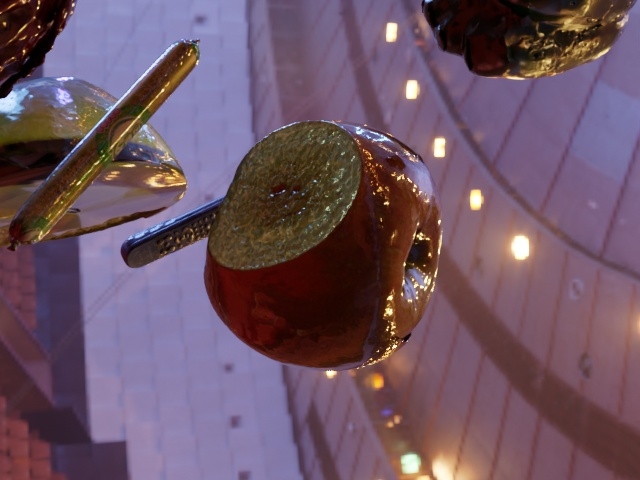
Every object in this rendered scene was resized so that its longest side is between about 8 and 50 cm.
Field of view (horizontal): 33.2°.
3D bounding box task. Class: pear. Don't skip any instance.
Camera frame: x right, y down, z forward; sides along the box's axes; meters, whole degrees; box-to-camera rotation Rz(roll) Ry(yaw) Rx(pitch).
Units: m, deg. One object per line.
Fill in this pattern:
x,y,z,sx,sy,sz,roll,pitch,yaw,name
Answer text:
-0.394,-0.117,1.499,0.399,0.398,0.165,140,-62,-65,pear

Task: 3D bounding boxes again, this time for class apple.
-0.002,0.005,0.699,0.163,0.147,0.146,75,34,-51,apple

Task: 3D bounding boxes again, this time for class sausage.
-0.187,-0.091,0.949,0.269,0.033,0.033,-53,-174,-24,sausage

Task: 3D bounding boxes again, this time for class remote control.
-0.152,-0.013,1.199,0.027,0.152,0.044,53,-19,42,remote control

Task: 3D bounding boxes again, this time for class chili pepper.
0.257,-0.315,1.326,0.248,0.256,0.233,22,-53,39,chili pepper

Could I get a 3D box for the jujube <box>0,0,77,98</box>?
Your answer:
-0.377,-0.186,0.858,0.258,0.376,0.258,61,-5,8,jujube
